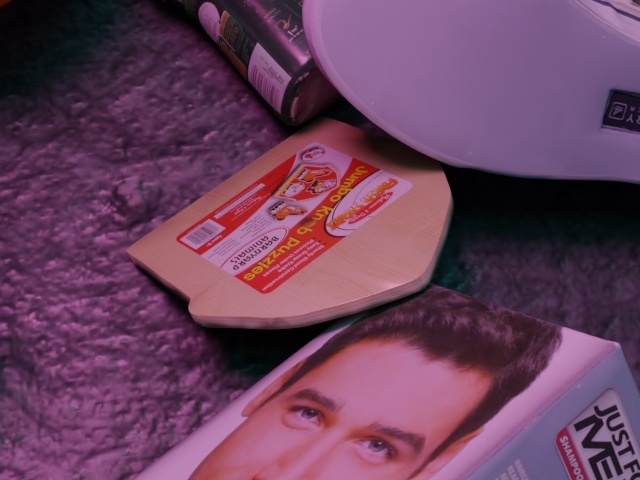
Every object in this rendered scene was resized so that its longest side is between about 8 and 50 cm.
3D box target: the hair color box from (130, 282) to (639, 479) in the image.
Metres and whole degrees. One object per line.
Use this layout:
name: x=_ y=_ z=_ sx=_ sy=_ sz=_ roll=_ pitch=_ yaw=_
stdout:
hair color box: x=-0.024 y=0.178 z=0.611 sx=0.374 sy=0.185 sz=0.113 roll=-36 pitch=116 yaw=-22

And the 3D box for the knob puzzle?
knob puzzle: x=0.000 y=0.000 z=0.764 sx=0.213 sy=0.030 sz=0.213 roll=-13 pitch=35 yaw=10

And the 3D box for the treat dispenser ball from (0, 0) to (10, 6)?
treat dispenser ball: x=-0.280 y=-0.270 z=0.766 sx=0.288 sy=0.288 sz=0.288 roll=3 pitch=63 yaw=-5

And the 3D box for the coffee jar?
coffee jar: x=-0.048 y=-0.172 z=0.859 sx=0.096 sy=0.079 sz=0.184 roll=-37 pitch=72 yaw=-24

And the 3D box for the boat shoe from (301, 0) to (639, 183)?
boat shoe: x=0.154 y=-0.121 z=0.817 sx=0.367 sy=0.136 sz=0.156 roll=9 pitch=18 yaw=-16
